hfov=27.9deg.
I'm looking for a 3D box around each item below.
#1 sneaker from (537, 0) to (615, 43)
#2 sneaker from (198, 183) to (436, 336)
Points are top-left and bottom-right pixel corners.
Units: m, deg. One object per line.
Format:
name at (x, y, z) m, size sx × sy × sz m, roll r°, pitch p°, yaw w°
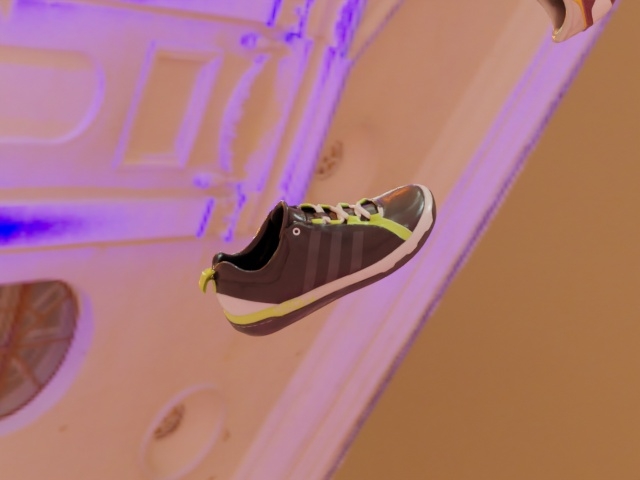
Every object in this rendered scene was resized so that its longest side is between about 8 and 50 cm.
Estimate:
sneaker at (0.140, -0.226, 0.917) m, size 0.084 × 0.069 × 0.185 m, roll -45°, pitch -82°, yaw -1°
sneaker at (0.000, 0.000, 1.186) m, size 0.097 × 0.235 × 0.084 m, roll 64°, pitch -11°, yaw -28°
